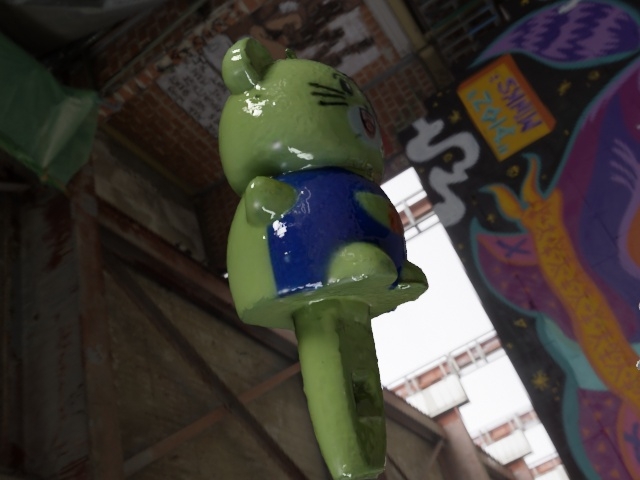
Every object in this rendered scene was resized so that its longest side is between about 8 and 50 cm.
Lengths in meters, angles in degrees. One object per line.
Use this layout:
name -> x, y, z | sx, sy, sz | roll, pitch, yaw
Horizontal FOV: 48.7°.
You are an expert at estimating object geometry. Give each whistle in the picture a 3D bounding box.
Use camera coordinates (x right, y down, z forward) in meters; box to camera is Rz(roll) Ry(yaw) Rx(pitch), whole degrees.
whistle -> 0.000, 0.000, 0.350 | 0.105, 0.085, 0.228 | 22, -128, -54

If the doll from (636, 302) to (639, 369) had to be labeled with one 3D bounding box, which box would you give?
doll -> 0.227, 0.089, 0.395 | 0.143, 0.057, 0.098 | 54, 162, -13
